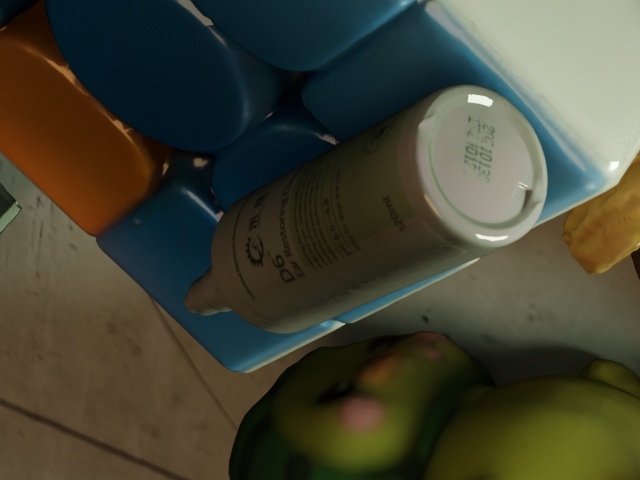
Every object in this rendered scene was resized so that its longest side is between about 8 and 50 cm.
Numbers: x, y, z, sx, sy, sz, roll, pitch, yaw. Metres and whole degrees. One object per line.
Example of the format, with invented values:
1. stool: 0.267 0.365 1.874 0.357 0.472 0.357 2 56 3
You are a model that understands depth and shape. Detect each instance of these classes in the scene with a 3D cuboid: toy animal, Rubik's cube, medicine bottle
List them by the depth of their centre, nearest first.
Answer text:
1. medicine bottle: 0.000 0.000 0.665 0.057 0.057 0.199 48 146 -12
2. Rubik's cube: 0.002 -0.163 0.777 0.290 0.291 0.292 44 148 -10
3. toy animal: 0.105 0.168 1.061 0.338 0.216 0.191 10 118 28

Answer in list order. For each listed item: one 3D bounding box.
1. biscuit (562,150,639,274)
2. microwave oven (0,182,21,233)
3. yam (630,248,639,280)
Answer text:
1. biscuit: 0.240 -0.122 0.740 0.376 0.269 0.051 -42 81 9
2. microwave oven: -0.411 -0.048 1.156 0.355 0.218 0.286 45 129 -10
3. yam: 0.284 -0.032 0.886 0.280 0.131 0.131 -29 108 39
